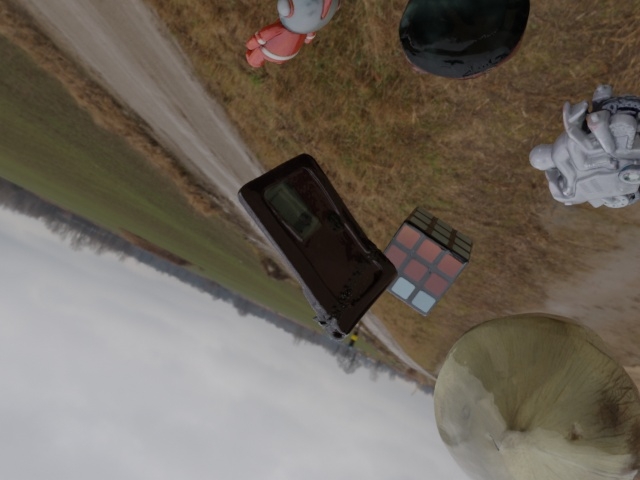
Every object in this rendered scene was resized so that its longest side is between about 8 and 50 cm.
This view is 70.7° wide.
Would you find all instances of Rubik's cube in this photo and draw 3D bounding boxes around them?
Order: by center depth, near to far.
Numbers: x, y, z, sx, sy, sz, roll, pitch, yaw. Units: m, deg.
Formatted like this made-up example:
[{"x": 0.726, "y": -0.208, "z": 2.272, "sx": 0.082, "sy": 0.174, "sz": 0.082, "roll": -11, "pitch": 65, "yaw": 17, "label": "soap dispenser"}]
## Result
[{"x": 0.227, "y": 0.041, "z": 1.010, "sx": 0.163, "sy": 0.161, "sz": 0.162, "roll": 34, "pitch": -155, "yaw": 7, "label": "Rubik's cube"}]

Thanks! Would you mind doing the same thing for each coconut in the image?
[{"x": 0.229, "y": 0.181, "z": 0.480, "sx": 0.224, "sy": 0.224, "sz": 0.224, "roll": 25, "pitch": 169, "yaw": 5, "label": "coconut"}]

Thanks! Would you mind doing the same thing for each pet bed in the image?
[{"x": 0.223, "y": -0.343, "z": 0.703, "sx": 0.201, "sy": 0.201, "sz": 0.053, "roll": 22, "pitch": -174, "yaw": 19, "label": "pet bed"}]

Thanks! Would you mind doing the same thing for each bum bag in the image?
[{"x": 0.000, "y": 0.000, "z": 0.417, "sx": 0.159, "sy": 0.109, "sz": 0.026, "roll": 55, "pitch": 137, "yaw": -2, "label": "bum bag"}]

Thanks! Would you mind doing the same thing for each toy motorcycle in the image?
[{"x": 0.420, "y": -0.128, "z": 0.710, "sx": 0.170, "sy": 0.110, "sz": 0.260, "roll": 7, "pitch": 156, "yaw": 33, "label": "toy motorcycle"}]

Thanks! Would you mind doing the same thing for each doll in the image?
[{"x": -0.061, "y": -0.517, "z": 1.060, "sx": 0.336, "sy": 0.199, "sz": 0.106, "roll": -19, "pitch": 94, "yaw": 57, "label": "doll"}]
